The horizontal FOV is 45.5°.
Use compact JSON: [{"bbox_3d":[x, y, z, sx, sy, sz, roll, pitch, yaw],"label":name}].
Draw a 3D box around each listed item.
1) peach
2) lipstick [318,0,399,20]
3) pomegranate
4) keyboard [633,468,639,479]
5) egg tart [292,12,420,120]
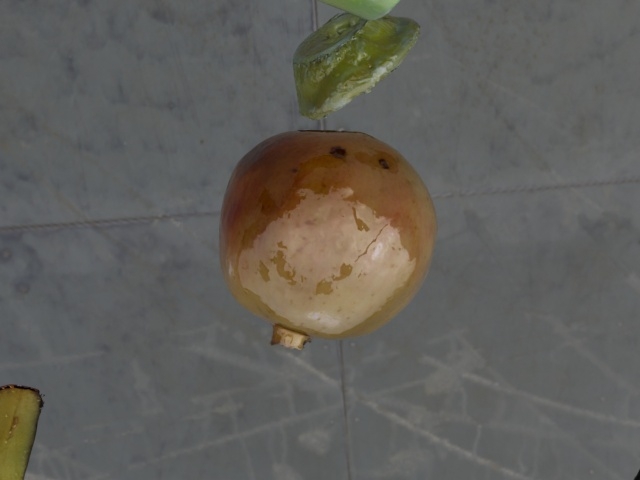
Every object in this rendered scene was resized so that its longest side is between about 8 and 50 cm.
[{"bbox_3d":[-0.216,0.137,0.503,0.050,0.077,0.083,28,90,-27],"label":"peach"},{"bbox_3d":[-0.070,-0.214,0.472,0.304,0.076,0.076,10,135,-40],"label":"lipstick"},{"bbox_3d":[0.003,-0.002,0.644,0.191,0.191,0.191,-2,134,-2],"label":"pomegranate"},{"bbox_3d":[0.174,0.060,0.266,0.381,0.103,0.041,-39,107,-17],"label":"keyboard"},{"bbox_3d":[0.037,-0.234,0.962,0.197,0.197,0.078,-28,118,21],"label":"egg tart"}]
